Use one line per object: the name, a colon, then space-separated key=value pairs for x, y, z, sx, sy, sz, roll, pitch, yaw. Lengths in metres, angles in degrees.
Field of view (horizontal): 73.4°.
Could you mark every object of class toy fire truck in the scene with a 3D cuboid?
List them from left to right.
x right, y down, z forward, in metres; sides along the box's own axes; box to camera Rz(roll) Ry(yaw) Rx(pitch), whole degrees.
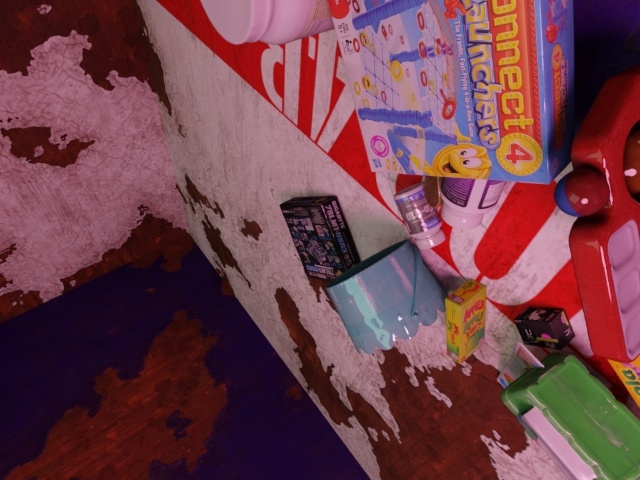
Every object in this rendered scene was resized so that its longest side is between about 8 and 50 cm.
toy fire truck: x=0.378 y=-0.040 z=0.503 sx=0.169 sy=0.253 sz=0.302 roll=8 pitch=123 yaw=58

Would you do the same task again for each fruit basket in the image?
fruit basket: x=0.473 y=0.375 z=0.835 sx=0.327 sy=0.165 sz=0.353 roll=52 pitch=168 yaw=31

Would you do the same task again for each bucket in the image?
bucket: x=0.160 y=0.133 z=1.066 sx=0.183 sy=0.281 sz=0.281 roll=60 pitch=154 yaw=0

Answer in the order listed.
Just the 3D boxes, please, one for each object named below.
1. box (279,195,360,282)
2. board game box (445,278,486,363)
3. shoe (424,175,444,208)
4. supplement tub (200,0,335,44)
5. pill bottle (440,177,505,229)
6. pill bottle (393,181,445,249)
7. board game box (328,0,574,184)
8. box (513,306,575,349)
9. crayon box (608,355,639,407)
box: x=0.000 y=0.000 z=1.436 sx=0.295 sy=0.073 sz=0.294 roll=6 pitch=122 yaw=59
board game box: x=0.337 y=0.189 z=0.994 sx=0.043 sy=0.092 sz=0.181 roll=30 pitch=141 yaw=47
shoe: x=0.242 y=-0.172 z=0.855 sx=0.076 sy=0.058 sz=0.219 roll=-123 pitch=21 yaw=-58
supplement tub: x=-0.028 y=-0.472 z=0.717 sx=0.235 sy=0.324 sz=0.236 roll=42 pitch=148 yaw=34
pill bottle: x=0.278 y=-0.115 z=0.775 sx=0.108 sy=0.108 sz=0.194 roll=42 pitch=148 yaw=33
pill bottle: x=0.225 y=-0.054 z=0.966 sx=0.078 sy=0.078 sz=0.137 roll=-8 pitch=109 yaw=63
board game box: x=0.173 y=-0.242 z=0.597 sx=0.301 sy=0.086 sz=0.308 roll=14 pitch=132 yaw=47
box: x=0.437 y=0.171 z=0.840 sx=0.062 sy=0.052 sz=0.083 roll=64 pitch=155 yaw=-7
crayon box: x=0.560 y=0.217 z=0.631 sx=0.279 sy=0.081 sz=0.165 roll=58 pitch=154 yaw=5
